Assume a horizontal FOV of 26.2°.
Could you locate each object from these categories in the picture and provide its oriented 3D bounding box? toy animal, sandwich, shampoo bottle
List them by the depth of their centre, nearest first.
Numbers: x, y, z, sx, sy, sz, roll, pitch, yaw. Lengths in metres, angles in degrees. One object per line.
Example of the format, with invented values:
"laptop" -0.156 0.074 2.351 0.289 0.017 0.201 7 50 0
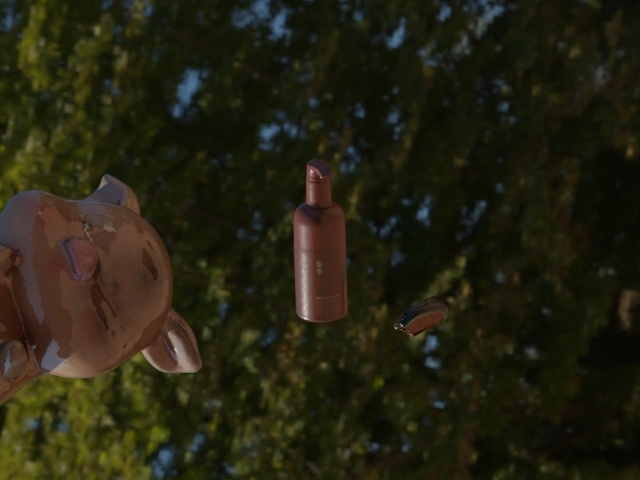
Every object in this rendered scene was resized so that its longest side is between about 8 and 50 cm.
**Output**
"toy animal" -0.221 0.051 1.007 0.250 0.154 0.167 -16 -87 -27
"shampoo bottle" -0.001 -0.001 2.050 0.085 0.085 0.244 -48 -40 -61
"sandwich" 0.155 0.118 2.116 0.101 0.026 0.069 -26 -28 -20
